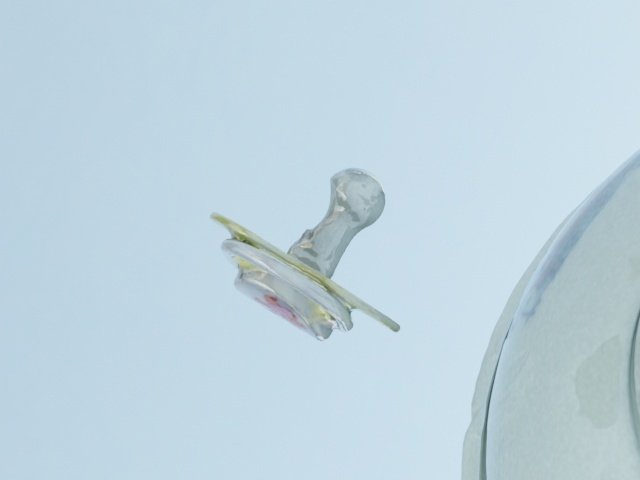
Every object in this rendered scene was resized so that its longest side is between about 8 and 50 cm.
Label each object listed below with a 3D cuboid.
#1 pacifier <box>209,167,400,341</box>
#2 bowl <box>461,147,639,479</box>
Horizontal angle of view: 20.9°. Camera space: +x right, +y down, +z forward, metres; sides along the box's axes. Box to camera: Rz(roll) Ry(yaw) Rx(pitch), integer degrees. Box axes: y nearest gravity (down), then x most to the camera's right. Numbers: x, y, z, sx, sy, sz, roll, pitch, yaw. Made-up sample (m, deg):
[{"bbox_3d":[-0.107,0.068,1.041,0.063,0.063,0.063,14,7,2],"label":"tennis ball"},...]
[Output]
[{"bbox_3d":[0.000,0.000,0.641,0.064,0.083,0.068,-58,-16,-5],"label":"pacifier"},{"bbox_3d":[0.236,0.074,0.705,0.196,0.435,0.435,43,-120,-58],"label":"bowl"}]
